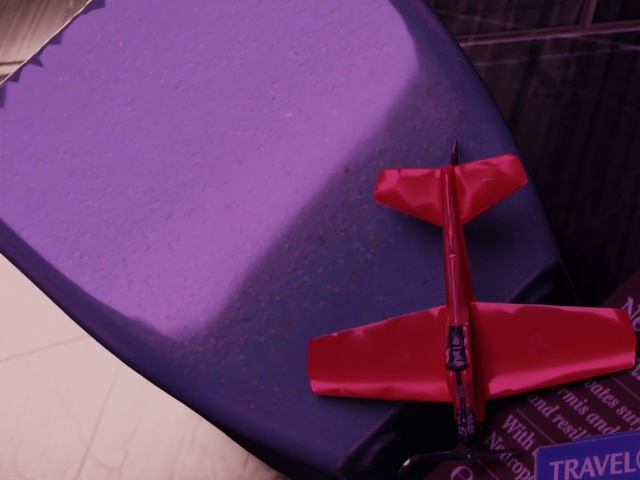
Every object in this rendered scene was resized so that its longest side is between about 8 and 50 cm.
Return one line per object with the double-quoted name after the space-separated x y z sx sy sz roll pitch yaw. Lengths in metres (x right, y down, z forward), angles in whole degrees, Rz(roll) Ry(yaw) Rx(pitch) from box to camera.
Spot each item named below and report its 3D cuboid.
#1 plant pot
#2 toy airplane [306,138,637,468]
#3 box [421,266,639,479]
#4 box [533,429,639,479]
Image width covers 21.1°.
0.000 0.000 0.895 0.248 0.247 0.252 -44 65 -2 "plant pot"
0.063 0.024 0.751 0.151 0.028 0.151 -4 76 17 "toy airplane"
0.252 0.057 0.747 0.381 0.143 0.191 -44 44 -5 "box"
0.133 0.139 0.640 0.109 0.042 0.178 -12 53 27 "box"
